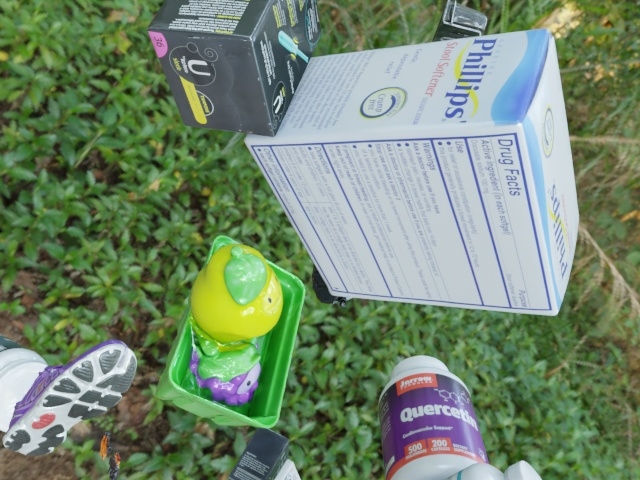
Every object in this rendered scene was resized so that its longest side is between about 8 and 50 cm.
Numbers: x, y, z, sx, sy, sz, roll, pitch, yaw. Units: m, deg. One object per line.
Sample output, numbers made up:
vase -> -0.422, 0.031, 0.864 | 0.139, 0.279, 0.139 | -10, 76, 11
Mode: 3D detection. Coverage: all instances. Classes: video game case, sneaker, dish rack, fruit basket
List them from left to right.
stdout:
sneaker -> -0.251, 0.141, 0.638 | 0.068, 0.170, 0.071 | 36, 25, -43
fruit basket -> -0.155, 0.156, 1.304 | 0.283, 0.392, 0.392 | 32, 29, -23
video game case -> -0.106, 0.629, 1.530 | 0.190, 0.022, 0.173 | -53, 150, -30
dish rack -> 0.185, -0.208, 1.011 | 0.074, 0.271, 0.208 | 15, 2, 5

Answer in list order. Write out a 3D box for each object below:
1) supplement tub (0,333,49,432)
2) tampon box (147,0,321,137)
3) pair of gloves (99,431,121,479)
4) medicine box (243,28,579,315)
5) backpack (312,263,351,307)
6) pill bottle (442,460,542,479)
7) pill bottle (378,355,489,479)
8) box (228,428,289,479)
supplement tub -> -0.776, 0.336, 1.575 | 0.272, 0.191, 0.191 | 13, -2, 37
tampon box -> -0.075, -0.202, 0.634 | 0.120, 0.101, 0.161 | 79, 25, -54
pair of gloves -> -0.401, 0.412, 1.251 | 0.010, 0.074, 0.083 | -6, 42, -39
medicine box -> 0.112, -0.063, 0.717 | 0.263, 0.289, 0.149 | 62, 41, -41
backpack -> 0.052, 0.097, 1.785 | 0.182, 0.115, 0.152 | -1, 94, -61
pill bottle -> 0.210, 0.427, 0.965 | 0.146, 0.264, 0.146 | 45, 21, -23
pill bottle -> 0.201, 0.359, 1.197 | 0.181, 0.181, 0.323 | 42, 21, -20
box -> -0.156, 0.588, 1.685 | 0.093, 0.156, 0.158 | 24, 53, 14
